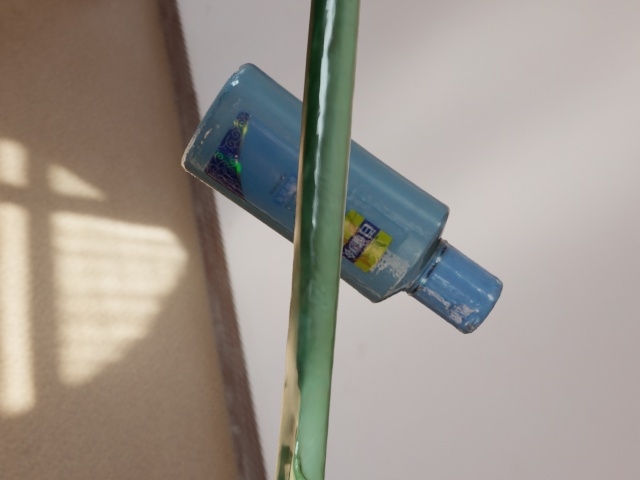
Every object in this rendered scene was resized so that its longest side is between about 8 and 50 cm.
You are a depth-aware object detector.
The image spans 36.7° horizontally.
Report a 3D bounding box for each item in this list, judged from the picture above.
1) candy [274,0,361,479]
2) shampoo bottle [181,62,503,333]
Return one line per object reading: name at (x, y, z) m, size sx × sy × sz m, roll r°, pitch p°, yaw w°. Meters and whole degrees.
candy at (0.000, 0.000, 0.313) m, size 0.119 × 0.119 × 0.440 m, roll 15°, pitch 80°, yaw -64°
shampoo bottle at (0.023, -0.021, 0.730) m, size 0.258 × 0.104 × 0.061 m, roll 35°, pitch 36°, yaw -3°
